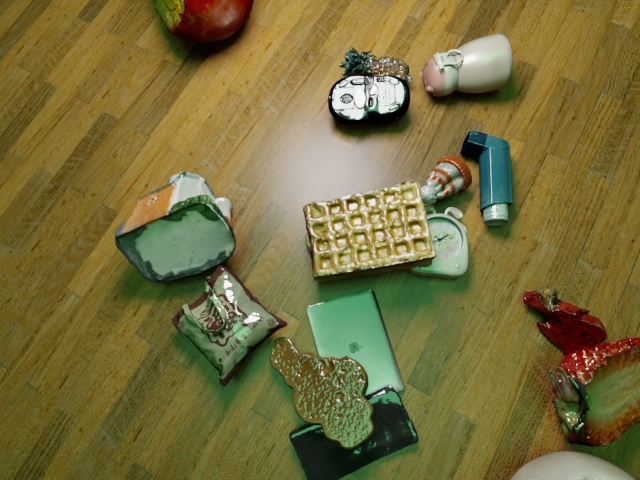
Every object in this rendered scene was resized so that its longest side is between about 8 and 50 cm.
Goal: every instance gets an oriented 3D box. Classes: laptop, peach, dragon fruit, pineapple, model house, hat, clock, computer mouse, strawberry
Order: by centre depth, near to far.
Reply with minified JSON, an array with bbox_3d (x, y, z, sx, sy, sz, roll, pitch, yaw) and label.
[{"bbox_3d":[0.662,0.327,0.968,0.306,0.137,0.234,-17,106,-14],"label":"strawberry"},{"bbox_3d":[0.596,0.187,1.050,0.192,0.123,0.092,35,40,15],"label":"dragon fruit"},{"bbox_3d":[0.086,0.273,1.074,0.187,0.015,0.269,-16,74,-1],"label":"laptop"},{"bbox_3d":[0.311,0.002,1.110,0.151,0.062,0.191,6,75,7],"label":"clock"},{"bbox_3d":[0.320,-0.151,1.125,0.162,0.094,0.112,-37,77,-15],"label":"hat"},{"bbox_3d":[-0.369,-0.072,1.147,0.271,0.190,0.301,-22,41,9],"label":"model house"},{"bbox_3d":[0.139,-0.398,1.209,0.233,0.096,0.138,2,94,8],"label":"computer mouse"},{"bbox_3d":[-0.349,-0.800,1.240,0.309,0.335,0.406,-17,69,-22],"label":"peach"},{"bbox_3d":[0.168,-0.508,1.251,0.221,0.083,0.103,20,80,10],"label":"pineapple"}]

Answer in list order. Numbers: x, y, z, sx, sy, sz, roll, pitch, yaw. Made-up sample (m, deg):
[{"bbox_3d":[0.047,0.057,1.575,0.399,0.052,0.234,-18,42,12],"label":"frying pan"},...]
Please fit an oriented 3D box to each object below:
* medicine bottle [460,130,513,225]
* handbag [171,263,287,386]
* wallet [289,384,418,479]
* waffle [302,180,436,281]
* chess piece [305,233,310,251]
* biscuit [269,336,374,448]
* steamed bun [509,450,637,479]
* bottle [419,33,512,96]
[{"bbox_3d":[0.454,-0.171,1.139,0.124,0.079,0.259,2,75,-1],"label":"medicine bottle"},{"bbox_3d":[-0.238,0.208,1.058,0.235,0.127,0.213,41,83,15],"label":"handbag"},{"bbox_3d":[0.080,0.470,1.008,0.285,0.030,0.146,-24,79,-3],"label":"wallet"},{"bbox_3d":[0.115,-0.018,1.064,0.307,0.091,0.213,-10,71,4],"label":"waffle"},{"bbox_3d":[0.000,0.000,1.145,0.083,0.038,0.084,-1,73,5],"label":"chess piece"},{"bbox_3d":[0.002,0.349,1.020,0.319,0.047,0.184,27,72,21],"label":"biscuit"},{"bbox_3d":[0.533,0.601,0.854,0.323,0.206,0.325,-2,76,6],"label":"steamed bun"},{"bbox_3d":[0.405,-0.486,1.199,0.236,0.147,0.148,-11,74,6],"label":"bottle"}]
